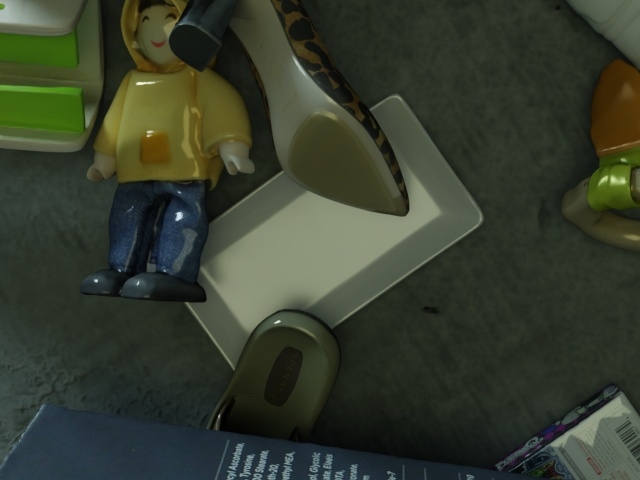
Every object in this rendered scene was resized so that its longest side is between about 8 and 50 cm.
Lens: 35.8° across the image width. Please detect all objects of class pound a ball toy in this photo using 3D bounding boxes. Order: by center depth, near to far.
[{"bbox_3d":[-0.357,-0.142,0.876,0.319,0.136,0.208,4,130,-1],"label":"pound a ball toy"}]

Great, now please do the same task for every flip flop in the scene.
[{"bbox_3d":[-0.055,0.192,0.890,0.112,0.080,0.277,20,113,-1],"label":"flip flop"}]

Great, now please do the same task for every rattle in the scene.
[{"bbox_3d":[0.317,-0.047,0.874,0.199,0.130,0.143,16,53,-12],"label":"rattle"}]

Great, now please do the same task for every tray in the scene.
[{"bbox_3d":[0.000,0.000,0.908,0.270,0.030,0.145,-35,92,6],"label":"tray"}]

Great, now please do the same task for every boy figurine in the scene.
[{"bbox_3d":[-0.129,-0.088,0.857,0.177,0.092,0.285,7,90,33],"label":"boy figurine"}]

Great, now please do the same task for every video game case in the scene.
[{"bbox_3d":[0.255,0.285,0.918,0.210,0.042,0.232,-37,93,6],"label":"video game case"}]

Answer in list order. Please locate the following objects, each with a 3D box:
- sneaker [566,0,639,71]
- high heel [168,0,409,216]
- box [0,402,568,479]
[{"bbox_3d":[0.354,-0.263,0.830,0.292,0.108,0.169,-43,94,16],"label":"sneaker"},{"bbox_3d":[-0.003,-0.148,0.859,0.261,0.186,0.093,40,129,-22],"label":"high heel"},{"bbox_3d":[-0.043,0.431,0.778,0.471,0.297,0.480,8,110,1],"label":"box"}]
